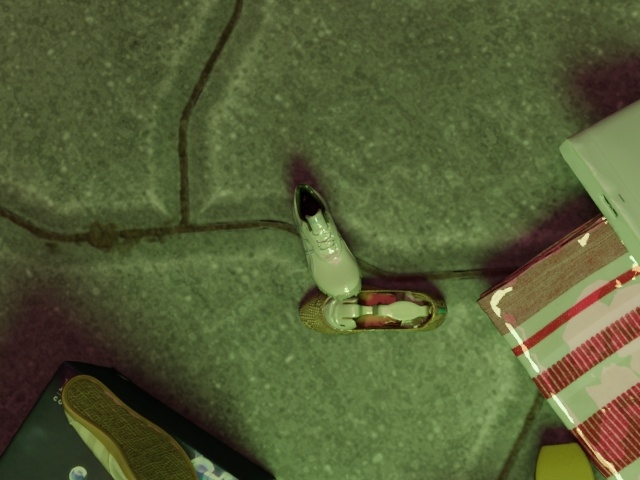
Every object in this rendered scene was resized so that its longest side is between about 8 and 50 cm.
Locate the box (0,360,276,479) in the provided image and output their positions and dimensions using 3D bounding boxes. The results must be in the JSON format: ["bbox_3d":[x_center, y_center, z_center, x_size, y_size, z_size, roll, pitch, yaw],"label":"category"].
[{"bbox_3d":[-0.295,0.403,1.542,0.293,0.212,0.395,31,86,12],"label":"box"}]

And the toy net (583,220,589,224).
[{"bbox_3d":[0.359,0.052,1.588,0.232,0.045,0.122,-38,79,1],"label":"toy net"}]

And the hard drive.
[{"bbox_3d":[0.491,-0.110,1.541,0.307,0.040,0.203,-28,77,-19],"label":"hard drive"}]

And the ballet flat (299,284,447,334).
[{"bbox_3d":[0.069,0.093,1.611,0.206,0.067,0.073,-4,84,8],"label":"ballet flat"}]

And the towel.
[{"bbox_3d":[0.394,0.143,1.542,0.237,0.037,0.329,-36,88,6],"label":"towel"}]

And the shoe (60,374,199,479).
[{"bbox_3d":[-0.230,0.251,1.427,0.219,0.058,0.076,44,57,9],"label":"shoe"}]

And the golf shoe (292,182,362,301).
[{"bbox_3d":[0.000,0.000,1.607,0.069,0.086,0.176,-26,62,-1],"label":"golf shoe"}]

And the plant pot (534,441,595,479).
[{"bbox_3d":[0.317,0.309,1.538,0.081,0.081,0.083,-7,73,7],"label":"plant pot"}]
